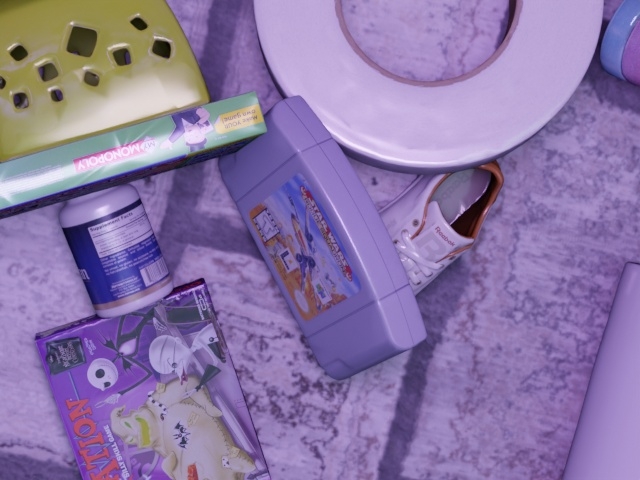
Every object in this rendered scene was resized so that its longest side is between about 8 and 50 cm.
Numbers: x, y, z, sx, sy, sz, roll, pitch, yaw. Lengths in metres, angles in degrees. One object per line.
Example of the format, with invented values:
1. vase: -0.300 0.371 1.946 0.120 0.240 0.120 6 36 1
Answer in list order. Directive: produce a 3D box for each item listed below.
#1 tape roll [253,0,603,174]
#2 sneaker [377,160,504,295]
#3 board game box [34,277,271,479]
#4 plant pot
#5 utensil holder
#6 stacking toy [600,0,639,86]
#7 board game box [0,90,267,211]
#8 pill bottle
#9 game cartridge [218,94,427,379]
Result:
1. tape roll: 0.116 -0.268 1.715 0.392 0.072 0.392 0 85 0
2. sneaker: 0.097 0.007 1.773 0.106 0.123 0.290 39 91 -14
3. board game box: -0.177 0.239 1.797 0.208 0.056 0.347 -19 101 -2
4. plant pot: -0.254 -0.203 1.638 0.228 0.227 0.207 -18 93 -6
5. utensil holder: 0.445 0.244 1.768 0.327 0.327 0.385 13 92 -11
6. stacking toy: 0.430 -0.326 1.755 0.279 0.130 0.309 -32 144 -27
7. board game box: -0.225 -0.077 1.572 0.317 0.213 0.046 -17 92 -11
8. pill bottle: -0.235 -0.007 1.727 0.094 0.094 0.169 -21 100 -6
9. game cartridge: 0.000 0.000 1.688 0.062 0.198 0.297 -26 86 -25
